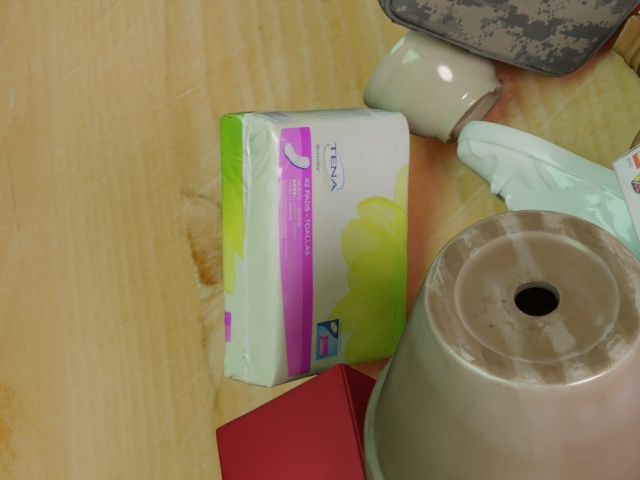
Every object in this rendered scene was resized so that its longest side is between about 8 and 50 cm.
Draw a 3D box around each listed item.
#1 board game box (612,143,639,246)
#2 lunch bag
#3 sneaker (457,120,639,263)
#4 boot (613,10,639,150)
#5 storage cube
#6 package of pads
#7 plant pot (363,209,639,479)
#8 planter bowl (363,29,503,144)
[{"bbox_3d":[0.374,0.068,1.207,0.053,0.193,0.305,-35,45,29],"label":"board game box"},{"bbox_3d":[0.191,-0.360,1.483,0.212,0.305,0.256,-55,36,37],"label":"lunch bag"},{"bbox_3d":[0.231,-0.015,1.445,0.292,0.108,0.169,29,88,41],"label":"sneaker"},{"bbox_3d":[0.366,-0.175,1.430,0.197,0.073,0.152,-46,49,-1],"label":"boot"},{"bbox_3d":[0.025,0.273,1.440,0.215,0.183,0.193,-32,53,26],"label":"storage cube"},{"bbox_3d":[0.000,0.000,1.499,0.101,0.229,0.296,9,102,44],"label":"package of pads"},{"bbox_3d":[0.192,0.129,1.205,0.323,0.280,0.323,-3,50,4],"label":"plant pot"},{"bbox_3d":[0.145,-0.182,1.569,0.162,0.162,0.109,-47,76,14],"label":"planter bowl"}]
